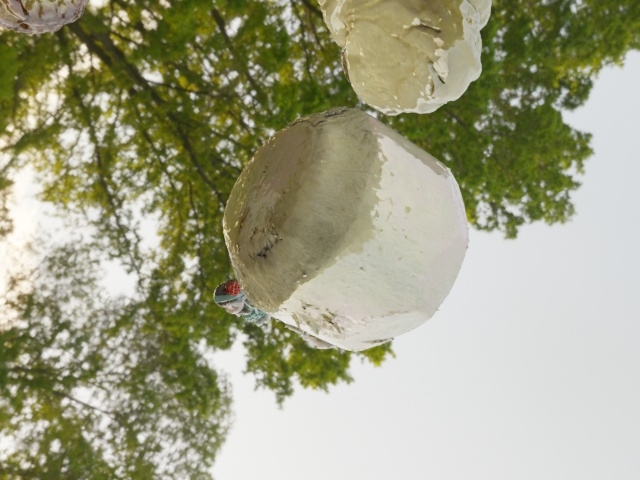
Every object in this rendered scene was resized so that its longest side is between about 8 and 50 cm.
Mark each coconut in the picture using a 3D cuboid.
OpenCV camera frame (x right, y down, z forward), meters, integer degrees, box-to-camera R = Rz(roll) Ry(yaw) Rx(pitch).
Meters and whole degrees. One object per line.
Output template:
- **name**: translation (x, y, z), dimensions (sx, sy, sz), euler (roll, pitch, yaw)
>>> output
- **coconut**: translation (0.027, 0.000, 0.448), dimensions (0.171, 0.183, 0.170), euler (-37, -144, 34)

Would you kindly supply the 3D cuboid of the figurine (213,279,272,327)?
- **figurine**: translation (-0.118, 0.099, 0.940), dimensions (0.060, 0.106, 0.047), euler (-11, -130, 42)

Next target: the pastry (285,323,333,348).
- **pastry**: translation (0.011, 0.058, 0.742), dimensions (0.153, 0.153, 0.081), euler (-51, -141, -8)

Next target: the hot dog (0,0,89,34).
- **hot dog**: translation (-0.315, -0.301, 0.567), dimensions (0.114, 0.259, 0.175), euler (25, -80, 23)

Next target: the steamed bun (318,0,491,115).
- **steamed bun**: translation (0.159, -0.406, 1.077), dimensions (0.325, 0.372, 0.230), euler (10, -130, 48)
